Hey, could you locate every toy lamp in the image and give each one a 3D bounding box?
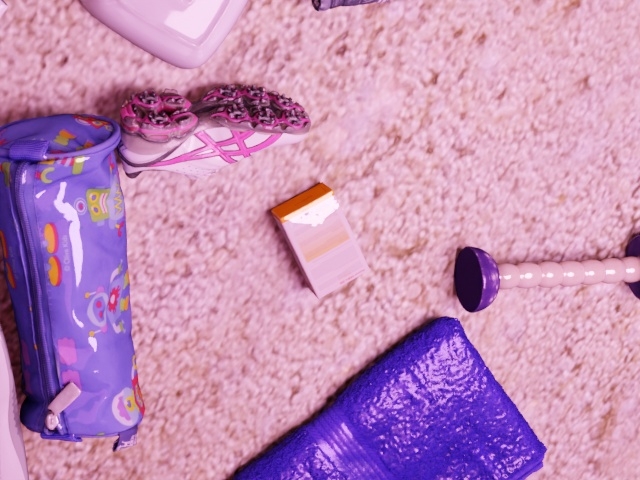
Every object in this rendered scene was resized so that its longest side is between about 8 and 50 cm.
[{"bbox_3d":[0.284,0.034,1.372,0.274,0.080,0.080,-4,107,-19],"label":"toy lamp"}]

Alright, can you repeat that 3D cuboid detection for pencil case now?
[{"bbox_3d":[-0.231,0.040,1.163,0.119,0.133,0.306,1,107,11],"label":"pencil case"}]

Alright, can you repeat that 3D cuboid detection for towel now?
[{"bbox_3d":[0.081,0.251,1.368,0.308,0.076,0.228,-39,116,-5],"label":"towel"}]

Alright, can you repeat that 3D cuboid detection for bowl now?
[{"bbox_3d":[-0.129,-0.236,1.156,0.142,0.053,0.142,30,93,-26],"label":"bowl"}]

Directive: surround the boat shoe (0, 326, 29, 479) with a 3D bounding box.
[{"bbox_3d":[-0.337,0.130,1.163,0.103,0.118,0.320,-13,117,-20],"label":"boat shoe"}]

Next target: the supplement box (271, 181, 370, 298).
[{"bbox_3d":[0.000,0.000,1.282,0.062,0.036,0.098,-29,113,-10],"label":"supplement box"}]

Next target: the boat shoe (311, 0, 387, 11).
[{"bbox_3d":[0.020,-0.304,1.180,0.083,0.065,0.183,-15,112,-16],"label":"boat shoe"}]

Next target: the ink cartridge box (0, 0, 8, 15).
[{"bbox_3d":[-0.394,-0.166,1.060,0.160,0.092,0.219,40,91,-25],"label":"ink cartridge box"}]

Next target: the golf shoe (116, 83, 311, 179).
[{"bbox_3d":[-0.101,-0.099,1.209,0.186,0.067,0.086,-3,134,-19],"label":"golf shoe"}]
